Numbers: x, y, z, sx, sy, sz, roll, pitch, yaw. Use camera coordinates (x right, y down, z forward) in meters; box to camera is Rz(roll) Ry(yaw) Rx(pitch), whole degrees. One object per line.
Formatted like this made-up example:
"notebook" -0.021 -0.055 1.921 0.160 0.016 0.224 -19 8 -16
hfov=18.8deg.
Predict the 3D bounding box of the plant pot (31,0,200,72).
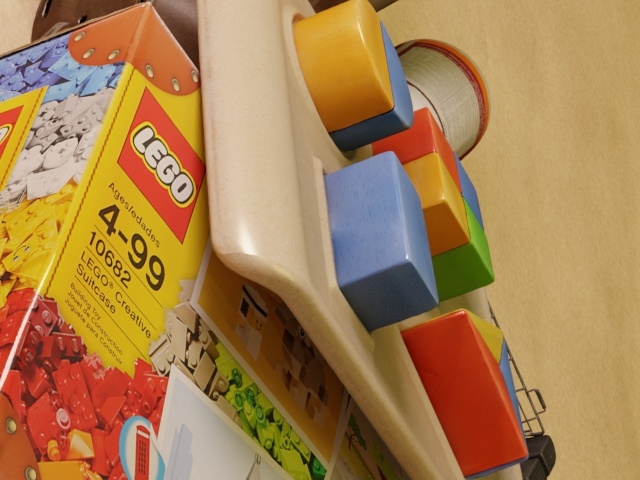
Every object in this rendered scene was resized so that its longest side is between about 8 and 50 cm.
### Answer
"plant pot" -0.101 -0.132 1.356 0.165 0.167 0.167 35 46 -42

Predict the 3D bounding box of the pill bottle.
"pill bottle" 0.062 -0.095 1.677 0.221 0.121 0.121 -40 111 -61

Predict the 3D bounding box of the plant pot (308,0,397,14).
"plant pot" 0.013 -0.312 1.555 0.280 0.323 0.323 -50 121 -39

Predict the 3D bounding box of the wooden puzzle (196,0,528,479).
"wooden puzzle" 0.045 -0.009 1.223 0.348 0.080 0.322 50 23 -41

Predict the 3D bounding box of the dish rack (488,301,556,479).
"dish rack" 0.122 0.135 1.724 0.271 0.074 0.208 66 26 -12

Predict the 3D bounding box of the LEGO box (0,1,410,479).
"LEGO box" -0.087 0.178 1.158 0.500 0.193 0.372 54 33 -33
